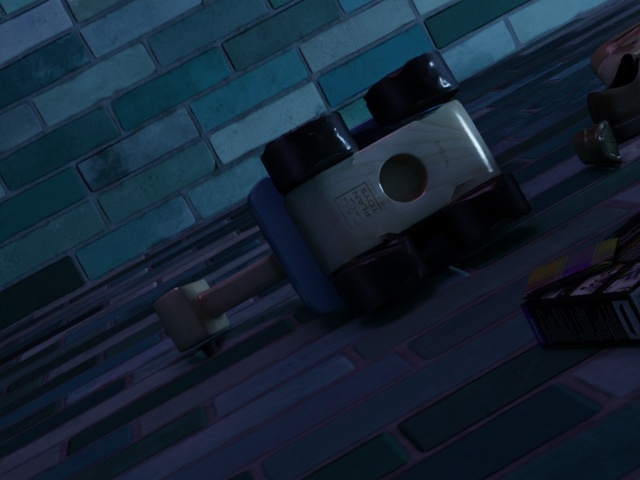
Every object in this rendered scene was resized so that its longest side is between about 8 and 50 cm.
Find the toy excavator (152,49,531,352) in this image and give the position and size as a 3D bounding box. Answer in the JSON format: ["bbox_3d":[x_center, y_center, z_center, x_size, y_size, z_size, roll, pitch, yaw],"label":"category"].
[{"bbox_3d":[0.000,0.000,1.502,0.433,0.222,0.445,-30,-4,-12],"label":"toy excavator"}]

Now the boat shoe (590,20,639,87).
[{"bbox_3d":[0.545,-0.319,1.673,0.341,0.121,0.110,-29,43,1],"label":"boat shoe"}]

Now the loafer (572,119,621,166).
[{"bbox_3d":[0.345,-0.117,1.481,0.050,0.056,0.148,-26,0,18],"label":"loafer"}]

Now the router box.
[{"bbox_3d":[0.269,0.022,0.960,0.179,0.046,0.133,-33,10,-27],"label":"router box"}]

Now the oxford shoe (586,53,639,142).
[{"bbox_3d":[0.455,-0.219,1.580,0.227,0.096,0.083,-29,7,-18],"label":"oxford shoe"}]

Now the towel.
[{"bbox_3d":[0.205,0.022,0.968,0.083,0.009,0.060,-25,8,24],"label":"towel"}]
